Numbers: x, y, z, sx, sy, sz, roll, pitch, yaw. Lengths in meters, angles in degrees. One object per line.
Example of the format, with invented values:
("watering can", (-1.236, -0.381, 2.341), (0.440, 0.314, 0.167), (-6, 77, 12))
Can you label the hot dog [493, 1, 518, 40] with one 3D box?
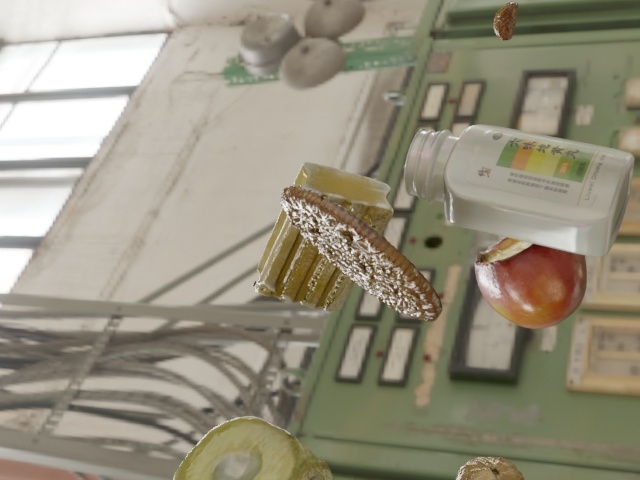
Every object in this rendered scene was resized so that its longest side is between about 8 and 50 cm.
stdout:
("hot dog", (0.392, -0.464, 2.079), (0.058, 0.035, 0.083), (-32, -42, -40))

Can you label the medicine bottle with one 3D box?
("medicine bottle", (0.294, -0.087, 1.499), (0.179, 0.324, 0.124), (-57, -30, -36))

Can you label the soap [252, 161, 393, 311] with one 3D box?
("soap", (0.000, 0.000, 1.749), (0.089, 0.173, 0.274), (-89, 19, -45))

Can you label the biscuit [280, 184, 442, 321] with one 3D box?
("biscuit", (0.056, 0.025, 1.489), (0.038, 0.305, 0.305), (-50, -34, -10))

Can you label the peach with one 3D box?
("peach", (0.353, 0.044, 1.667), (0.226, 0.189, 0.196), (55, -138, -53))

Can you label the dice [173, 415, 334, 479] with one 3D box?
("dice", (-0.118, 0.484, 1.805), (0.227, 0.238, 0.233), (-47, -46, -31))

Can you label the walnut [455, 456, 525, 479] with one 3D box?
("walnut", (0.229, 0.352, 1.353), (0.105, 0.105, 0.125), (-53, -24, -54))
